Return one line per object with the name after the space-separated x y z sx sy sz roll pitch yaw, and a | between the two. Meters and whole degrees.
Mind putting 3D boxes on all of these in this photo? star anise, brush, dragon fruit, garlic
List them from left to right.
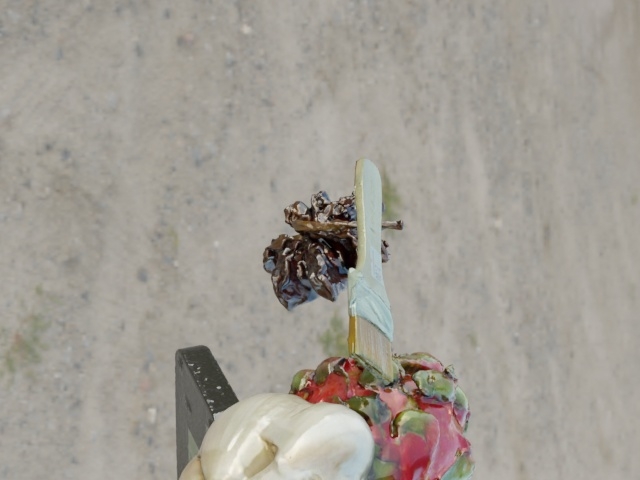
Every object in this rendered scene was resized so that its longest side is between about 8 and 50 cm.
-0.070 0.269 1.165 0.203 0.281 0.185 3 55 -58 | garlic
0.000 0.000 1.652 0.220 0.190 0.126 -45 119 1 | star anise
0.059 0.018 1.277 0.085 0.020 0.337 42 33 -35 | brush
0.073 0.251 1.387 0.302 0.231 0.237 -8 86 -37 | dragon fruit

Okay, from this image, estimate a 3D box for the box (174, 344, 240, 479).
-0.183 0.359 1.768 0.058 0.211 0.350 -12 125 -23 | box
